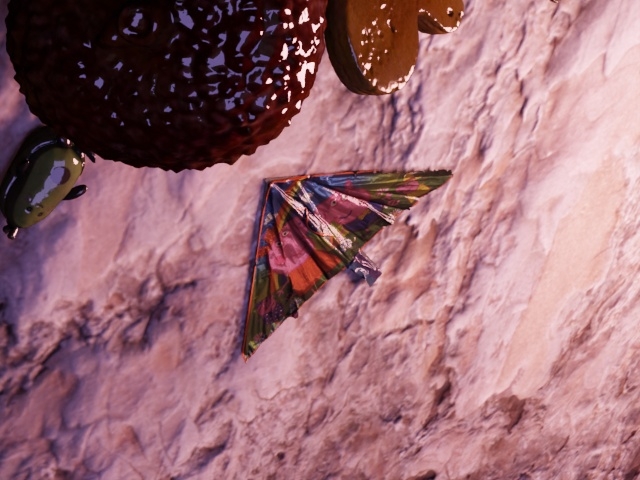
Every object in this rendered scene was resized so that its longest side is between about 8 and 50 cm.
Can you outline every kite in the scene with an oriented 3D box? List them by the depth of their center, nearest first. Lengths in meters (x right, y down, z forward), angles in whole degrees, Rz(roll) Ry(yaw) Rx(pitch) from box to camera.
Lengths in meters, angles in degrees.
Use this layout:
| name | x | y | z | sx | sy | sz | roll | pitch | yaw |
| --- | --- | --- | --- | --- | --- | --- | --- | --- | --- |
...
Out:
| name | x | y | z | sx | sy | sz | roll | pitch | yaw |
| --- | --- | --- | --- | --- | --- | --- | --- | --- | --- |
| kite | 0.000 | 0.000 | 1.387 | 0.321 | 0.016 | 0.234 | -43 | 137 | 3 |

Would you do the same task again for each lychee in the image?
| name | x | y | z | sx | sy | sz | roll | pitch | yaw |
| --- | --- | --- | --- | --- | --- | --- | --- | --- | --- |
| lychee | -0.117 | -0.178 | 0.998 | 0.261 | 0.260 | 0.260 | -18 | 133 | -21 |

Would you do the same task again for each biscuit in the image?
| name | x | y | z | sx | sy | sz | roll | pitch | yaw |
| --- | --- | --- | --- | --- | --- | --- | --- | --- | --- |
| biscuit | 0.065 | -0.259 | 1.095 | 0.197 | 0.049 | 0.301 | 37 | 60 | -41 |

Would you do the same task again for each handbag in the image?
| name | x | y | z | sx | sy | sz | roll | pitch | yaw |
| --- | --- | --- | --- | --- | --- | --- | --- | --- | --- |
| handbag | -0.254 | -0.051 | 1.149 | 0.072 | 0.047 | 0.111 | 27 | 104 | -43 |

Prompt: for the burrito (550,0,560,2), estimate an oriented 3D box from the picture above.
| name | x | y | z | sx | sy | sz | roll | pitch | yaw |
| --- | --- | --- | --- | --- | --- | --- | --- | --- | --- |
| burrito | 0.210 | -0.283 | 1.282 | 0.149 | 0.041 | 0.055 | 12 | 130 | -44 |
